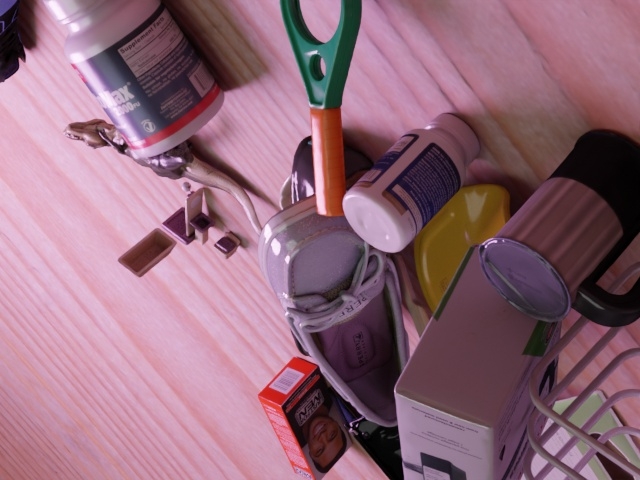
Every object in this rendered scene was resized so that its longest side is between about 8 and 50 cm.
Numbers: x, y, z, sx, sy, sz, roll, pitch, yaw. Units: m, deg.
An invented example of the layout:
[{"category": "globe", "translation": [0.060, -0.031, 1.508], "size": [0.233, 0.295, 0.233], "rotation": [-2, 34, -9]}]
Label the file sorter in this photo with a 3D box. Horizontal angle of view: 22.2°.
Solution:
[{"category": "file sorter", "translation": [0.277, 0.183, 1.352], "size": [0.173, 0.193, 0.278], "rotation": [34, 151, 26]}]

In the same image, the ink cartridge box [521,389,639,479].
[{"category": "ink cartridge box", "translation": [0.224, 0.222, 1.632], "size": [0.235, 0.056, 0.171], "rotation": [-21, 113, 35]}]

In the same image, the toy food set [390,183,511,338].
[{"category": "toy food set", "translation": [0.147, 0.022, 1.455], "size": [0.128, 0.071, 0.218], "rotation": [66, 153, 11]}]

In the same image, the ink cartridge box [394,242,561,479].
[{"category": "ink cartridge box", "translation": [0.133, 0.128, 1.343], "size": [0.086, 0.153, 0.208], "rotation": [20, 151, 18]}]

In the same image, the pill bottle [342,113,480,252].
[{"category": "pill bottle", "translation": [0.079, -0.051, 1.371], "size": [0.067, 0.120, 0.067], "rotation": [34, 152, 21]}]

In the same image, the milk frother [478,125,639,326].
[{"category": "milk frother", "translation": [0.206, -0.023, 1.217], "size": [0.129, 0.135, 0.143], "rotation": [27, 149, 29]}]

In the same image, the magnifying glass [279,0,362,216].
[{"category": "magnifying glass", "translation": [0.004, -0.135, 1.353], "size": [0.092, 0.026, 0.231], "rotation": [15, 111, 52]}]

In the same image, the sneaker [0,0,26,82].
[{"category": "sneaker", "translation": [-0.358, -0.225, 1.796], "size": [0.090, 0.081, 0.232], "rotation": [48, 160, -12]}]

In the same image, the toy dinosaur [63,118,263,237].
[{"category": "toy dinosaur", "translation": [-0.163, -0.096, 1.723], "size": [0.268, 0.064, 0.118], "rotation": [29, 156, 24]}]

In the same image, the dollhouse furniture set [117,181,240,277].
[{"category": "dollhouse furniture set", "translation": [-0.157, -0.004, 1.783], "size": [0.091, 0.114, 0.081], "rotation": [36, 148, 22]}]

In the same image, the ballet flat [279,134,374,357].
[{"category": "ballet flat", "translation": [0.000, 0.000, 1.604], "size": [0.096, 0.095, 0.280], "rotation": [43, 145, 26]}]

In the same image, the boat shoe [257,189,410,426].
[{"category": "boat shoe", "translation": [0.026, 0.065, 1.517], "size": [0.103, 0.118, 0.320], "rotation": [58, 171, 34]}]

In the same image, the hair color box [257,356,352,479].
[{"category": "hair color box", "translation": [-0.017, 0.214, 1.939], "size": [0.043, 0.072, 0.141], "rotation": [20, 145, 40]}]

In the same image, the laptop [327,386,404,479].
[{"category": "laptop", "translation": [0.147, 0.240, 1.812], "size": [0.264, 0.136, 0.234], "rotation": [-31, 105, 36]}]

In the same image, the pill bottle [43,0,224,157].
[{"category": "pill bottle", "translation": [-0.183, -0.180, 1.573], "size": [0.108, 0.108, 0.180], "rotation": [-3, 127, 56]}]
